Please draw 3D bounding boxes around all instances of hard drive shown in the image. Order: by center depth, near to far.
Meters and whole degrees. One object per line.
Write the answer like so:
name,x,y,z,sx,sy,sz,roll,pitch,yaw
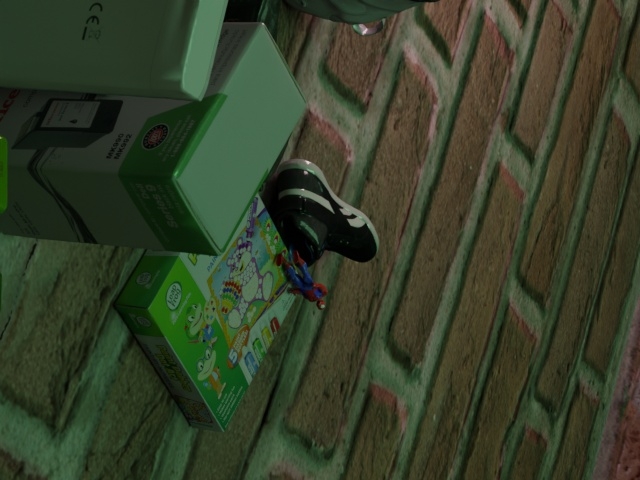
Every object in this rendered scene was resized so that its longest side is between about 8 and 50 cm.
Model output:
hard drive,-0.236,-0.250,1.561,0.047,0.353,0.233,28,72,-59

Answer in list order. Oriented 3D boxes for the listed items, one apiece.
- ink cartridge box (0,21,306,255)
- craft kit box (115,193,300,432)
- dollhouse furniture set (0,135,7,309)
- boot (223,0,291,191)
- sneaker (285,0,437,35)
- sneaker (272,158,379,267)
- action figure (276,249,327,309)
ink cartridge box,-0.194,-0.108,1.730,0.211,0.289,0.121,-63,142,-31
craft kit box,-0.129,0.063,2.108,0.250,0.061,0.246,-63,141,-32
dollhouse furniture set,-0.445,-0.031,1.536,0.301,0.151,0.197,20,57,-42
boot,-0.078,-0.222,2.125,0.229,0.091,0.263,66,36,-55
sneaker,-0.002,-0.408,2.161,0.366,0.210,0.137,43,51,-13
sneaker,0.000,0.000,2.275,0.217,0.079,0.121,45,43,-42
action figure,-0.020,0.055,2.206,0.115,0.038,0.030,52,29,-49
